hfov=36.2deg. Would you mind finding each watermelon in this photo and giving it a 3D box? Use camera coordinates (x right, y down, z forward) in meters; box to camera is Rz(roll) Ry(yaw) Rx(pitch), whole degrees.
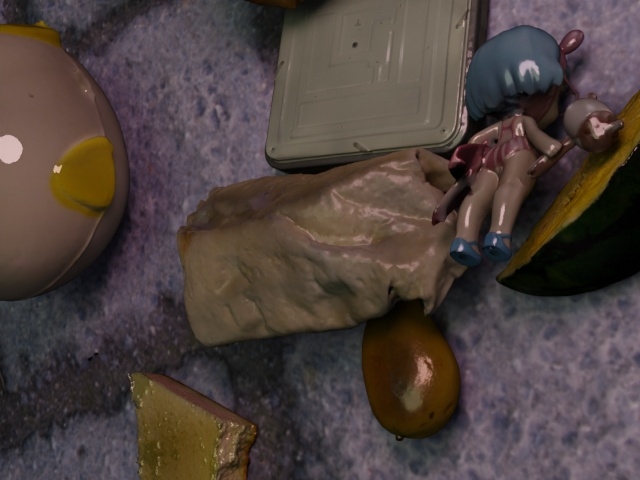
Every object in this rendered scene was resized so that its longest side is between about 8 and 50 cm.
[{"bbox_3d":[0.277,-0.058,0.905,0.301,0.123,0.129,-56,34,12],"label":"watermelon"}]

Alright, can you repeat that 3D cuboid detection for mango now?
[{"bbox_3d":[0.090,0.126,1.017,0.103,0.076,0.161,-28,60,30],"label":"mango"}]

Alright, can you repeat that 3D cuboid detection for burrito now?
[{"bbox_3d":[0.000,-0.003,1.048,0.331,0.135,0.190,-13,40,34],"label":"burrito"}]

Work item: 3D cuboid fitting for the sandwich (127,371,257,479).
[{"bbox_3d":[-0.153,0.237,1.190,0.162,0.058,0.193,-22,67,30],"label":"sandwich"}]

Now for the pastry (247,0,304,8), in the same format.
[{"bbox_3d":[-0.025,-0.412,1.093,0.310,0.162,0.255,-28,91,33],"label":"pastry"}]

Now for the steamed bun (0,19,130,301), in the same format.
[{"bbox_3d":[-0.421,-0.104,1.292,0.334,0.334,0.374,-42,65,23],"label":"steamed bun"}]

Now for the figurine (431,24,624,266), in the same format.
[{"bbox_3d":[0.186,-0.101,0.917,0.205,0.103,0.260,-26,38,56],"label":"figurine"}]

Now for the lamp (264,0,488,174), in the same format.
[{"bbox_3d":[0.061,-0.212,1.111,0.269,0.047,0.267,-3,74,36],"label":"lamp"}]
